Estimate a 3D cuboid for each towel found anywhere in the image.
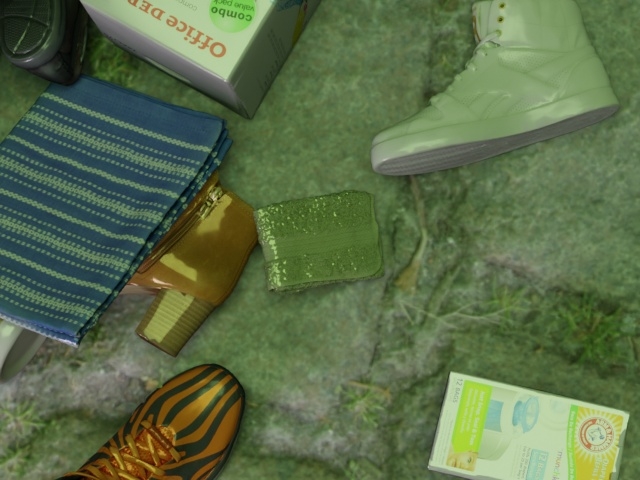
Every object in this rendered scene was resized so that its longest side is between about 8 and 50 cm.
[{"bbox_3d":[0.000,0.000,1.870,0.148,0.027,0.110,-9,82,-21],"label":"towel"},{"bbox_3d":[-0.277,-0.050,1.820,0.243,0.040,0.336,20,55,19],"label":"towel"}]

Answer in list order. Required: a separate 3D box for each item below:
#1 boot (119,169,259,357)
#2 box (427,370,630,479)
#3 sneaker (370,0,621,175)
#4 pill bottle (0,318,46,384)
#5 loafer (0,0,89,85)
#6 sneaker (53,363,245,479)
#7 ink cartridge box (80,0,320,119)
[{"bbox_3d":[-0.223,-0.023,1.884,0.295,0.104,0.211,31,80,2],"label":"boot"},{"bbox_3d":[0.228,0.220,1.811,0.203,0.103,0.114,13,84,5],"label":"box"},{"bbox_3d":[0.177,-0.184,1.877,0.293,0.108,0.169,-16,80,-9],"label":"sneaker"},{"bbox_3d":[-0.419,0.050,1.861,0.229,0.131,0.131,34,85,7],"label":"pill bottle"},{"bbox_3d":[-0.313,-0.322,1.931,0.109,0.095,0.302,-10,64,25],"label":"loafer"},{"bbox_3d":[-0.208,0.263,1.794,0.124,0.180,0.321,42,87,8],"label":"sneaker"},{"bbox_3d":[-0.107,-0.312,1.858,0.198,0.197,0.270,29,85,7],"label":"ink cartridge box"}]
